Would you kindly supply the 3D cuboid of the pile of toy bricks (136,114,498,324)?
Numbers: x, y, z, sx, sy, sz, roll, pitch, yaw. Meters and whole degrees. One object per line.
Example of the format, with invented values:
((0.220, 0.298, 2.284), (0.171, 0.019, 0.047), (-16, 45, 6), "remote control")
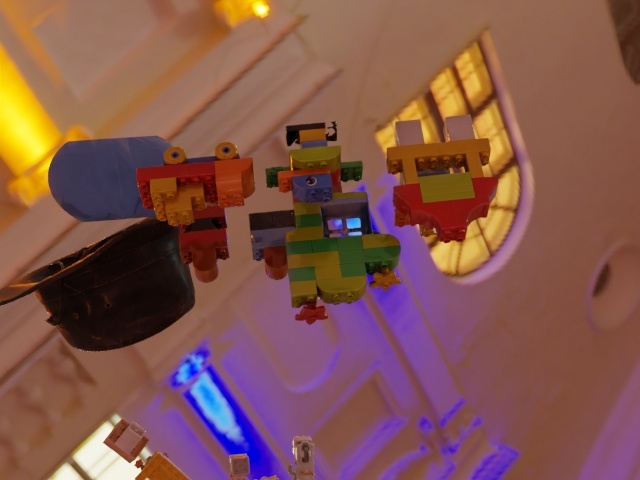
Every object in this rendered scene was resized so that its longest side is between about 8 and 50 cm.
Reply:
((0.000, 0.000, 0.693), (0.212, 0.118, 0.105), (-6, -121, -2), "pile of toy bricks")

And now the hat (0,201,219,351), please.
((-0.244, 0.058, 1.387), (0.331, 0.133, 0.331), (-24, -175, 2), "hat")

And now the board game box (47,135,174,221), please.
((-0.246, -0.067, 1.375), (0.169, 0.033, 0.133), (-6, -128, -14), "board game box")

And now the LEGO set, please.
((-0.153, 0.315, 1.518), (0.287, 0.107, 0.132), (8, -93, -9), "LEGO set")
